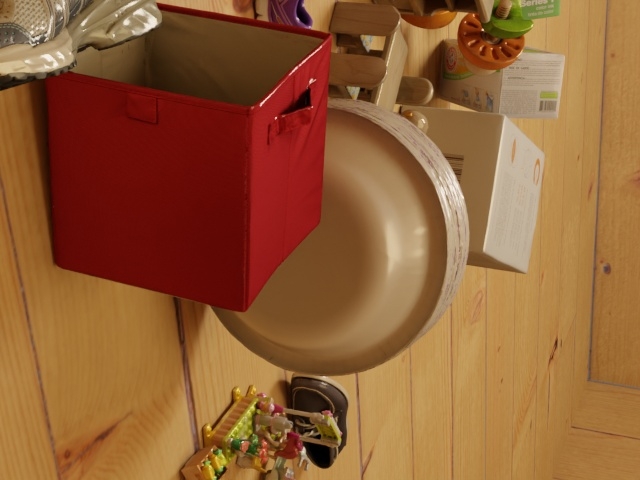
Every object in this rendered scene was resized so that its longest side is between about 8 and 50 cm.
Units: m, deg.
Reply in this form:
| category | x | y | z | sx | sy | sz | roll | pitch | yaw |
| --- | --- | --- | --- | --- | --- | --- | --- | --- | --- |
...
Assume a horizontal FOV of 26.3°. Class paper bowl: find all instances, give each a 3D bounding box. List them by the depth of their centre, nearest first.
| category | x | y | z | sx | sy | sz | roll | pitch | yaw |
| --- | --- | --- | --- | --- | --- | --- | --- | --- | --- |
| paper bowl | 0.000 | 0.000 | 1.408 | 0.148 | 0.284 | 0.284 | -24 | 120 | -66 |

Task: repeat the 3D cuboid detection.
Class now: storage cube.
| category | x | y | z | sx | sy | sz | roll | pitch | yaw |
| --- | --- | --- | --- | --- | --- | --- | --- | --- | --- |
| storage cube | -0.110 | -0.077 | 1.193 | 0.184 | 0.215 | 0.193 | -52 | 151 | -55 |

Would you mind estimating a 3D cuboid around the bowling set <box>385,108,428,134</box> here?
| category | x | y | z | sx | sy | sz | roll | pitch | yaw |
| --- | --- | --- | --- | --- | --- | --- | --- | --- | --- |
| bowling set | 0.075 | -0.046 | 1.790 | 0.287 | 0.154 | 0.200 | 42 | 58 | -66 |

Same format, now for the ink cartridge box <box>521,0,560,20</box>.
| category | x | y | z | sx | sy | sz | roll | pitch | yaw |
| --- | --- | --- | --- | --- | --- | --- | --- | --- | --- |
| ink cartridge box | 0.296 | -0.510 | 2.158 | 0.201 | 0.117 | 0.278 | -111 | -166 | -58 |

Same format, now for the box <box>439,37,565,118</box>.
| category | x | y | z | sx | sy | sz | roll | pitch | yaw |
| --- | --- | --- | --- | --- | --- | --- | --- | --- | --- |
| box | 0.287 | -0.262 | 2.203 | 0.203 | 0.114 | 0.103 | -146 | -122 | -64 |

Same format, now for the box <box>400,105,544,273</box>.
| category | x | y | z | sx | sy | sz | roll | pitch | yaw |
| --- | --- | --- | --- | --- | --- | --- | --- | --- | --- |
| box | 0.237 | -0.076 | 2.208 | 0.345 | 0.168 | 0.215 | 20 | 79 | -69 |

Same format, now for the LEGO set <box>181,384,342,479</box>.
| category | x | y | z | sx | sy | sz | roll | pitch | yaw |
| --- | --- | --- | --- | --- | --- | --- | --- | --- | --- |
| LEGO set | -0.054 | 0.242 | 1.615 | 0.287 | 0.107 | 0.132 | 28 | 71 | -69 |

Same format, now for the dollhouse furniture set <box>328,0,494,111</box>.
| category | x | y | z | sx | sy | sz | roll | pitch | yaw |
| --- | --- | --- | --- | --- | --- | --- | --- | --- | --- |
| dollhouse furniture set | 0.122 | -0.254 | 1.826 | 0.212 | 0.161 | 0.242 | 53 | 48 | -63 |

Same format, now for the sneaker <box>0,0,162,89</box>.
| category | x | y | z | sx | sy | sz | roll | pitch | yaw |
| --- | --- | --- | --- | --- | --- | --- | --- | --- | --- |
| sneaker | -0.228 | -0.181 | 1.019 | 0.283 | 0.110 | 0.122 | -48 | 123 | -61 |

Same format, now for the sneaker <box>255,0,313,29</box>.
| category | x | y | z | sx | sy | sz | roll | pitch | yaw |
| --- | --- | --- | --- | --- | --- | --- | --- | --- | --- |
| sneaker | -0.033 | -0.308 | 1.510 | 0.068 | 0.071 | 0.170 | -55 | 147 | -52 |

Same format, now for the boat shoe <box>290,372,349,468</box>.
| category | x | y | z | sx | sy | sz | roll | pitch | yaw |
| --- | --- | --- | --- | --- | --- | --- | --- | --- | --- |
| boat shoe | -0.002 | 0.239 | 1.812 | 0.206 | 0.075 | 0.065 | 75 | 27 | -57 |

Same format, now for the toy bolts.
| category | x | y | z | sx | sy | sz | roll | pitch | yaw |
| --- | --- | --- | --- | --- | --- | --- | --- | --- | --- |
| toy bolts | 0.191 | -0.360 | 2.048 | 0.158 | 0.218 | 0.229 | 113 | -25 | -59 |
